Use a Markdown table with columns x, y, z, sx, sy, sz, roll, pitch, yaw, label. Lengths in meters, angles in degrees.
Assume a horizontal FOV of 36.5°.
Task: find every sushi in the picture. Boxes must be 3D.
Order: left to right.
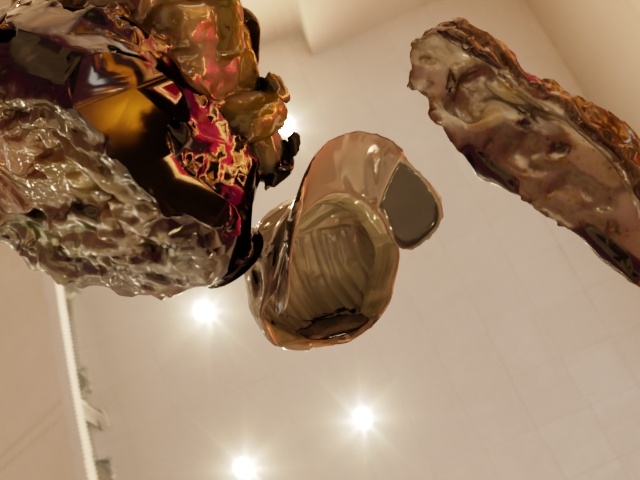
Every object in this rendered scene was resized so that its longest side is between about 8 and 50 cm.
| x | y | z | sx | sy | sz | roll | pitch | yaw | label |
| --- | --- | --- | --- | --- | --- | --- | --- | --- | --- |
| -0.215 | -0.128 | 1.008 | 0.328 | 0.328 | 0.285 | -17 | -140 | 42 | sushi |

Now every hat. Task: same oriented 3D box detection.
| x | y | z | sx | sy | sz | roll | pitch | yaw | label |
| --- | --- | --- | --- | --- | --- | --- | --- | --- | --- |
| 0.003 | -0.004 | 1.091 | 0.232 | 0.275 | 0.161 | -29 | -123 | -31 | hat |

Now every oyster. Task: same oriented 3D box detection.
| x | y | z | sx | sy | sz | roll | pitch | yaw | label |
| --- | --- | --- | --- | --- | --- | --- | --- | --- | --- |
| 0.207 | -0.057 | 0.796 | 0.345 | 0.129 | 0.078 | 42 | -123 | 6 | oyster |
